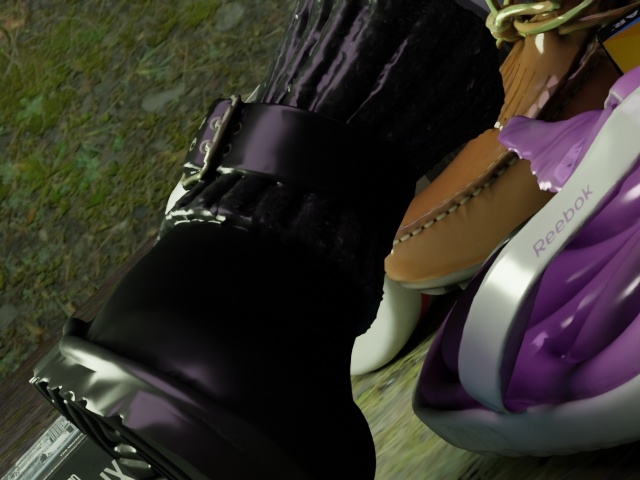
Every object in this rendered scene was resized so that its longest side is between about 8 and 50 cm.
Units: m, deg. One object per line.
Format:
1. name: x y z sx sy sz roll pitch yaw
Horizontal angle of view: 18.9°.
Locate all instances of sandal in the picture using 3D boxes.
1. sandal: 0.105 0.001 0.775 0.169 0.102 0.416 -64 7 -26

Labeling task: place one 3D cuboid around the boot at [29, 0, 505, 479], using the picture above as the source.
1. boot: -0.003 -0.003 0.845 0.260 0.131 0.348 -50 16 -6

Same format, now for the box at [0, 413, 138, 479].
1. box: -0.184 0.180 1.577 0.307 0.076 0.242 -47 8 1

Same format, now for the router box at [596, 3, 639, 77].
1. router box: 0.225 -0.115 0.901 0.179 0.046 0.133 -33 17 9

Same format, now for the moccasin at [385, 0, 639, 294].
1. moccasin: 0.161 -0.122 1.048 0.380 0.147 0.139 -44 9 16

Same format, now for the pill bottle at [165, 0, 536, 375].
1. pill bottle: 0.048 -0.074 1.284 0.176 0.176 0.318 -36 14 51
